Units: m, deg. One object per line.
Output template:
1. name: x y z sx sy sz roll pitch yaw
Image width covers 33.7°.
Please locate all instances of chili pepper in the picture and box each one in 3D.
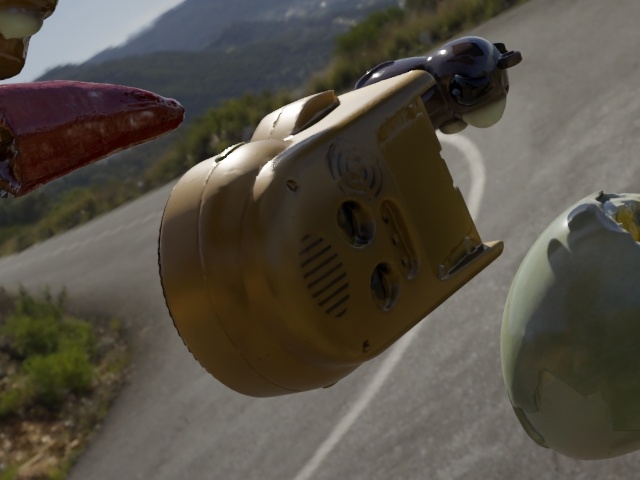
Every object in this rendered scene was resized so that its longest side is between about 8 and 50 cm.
1. chili pepper: -0.177 -0.089 0.821 0.169 0.088 0.065 -17 -6 -38

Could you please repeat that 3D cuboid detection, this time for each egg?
1. egg: 0.365 0.119 1.311 0.278 0.278 0.336 -70 -3 -72

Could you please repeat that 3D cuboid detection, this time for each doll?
1. doll: 0.145 -0.193 1.399 0.257 0.117 0.182 -14 22 21

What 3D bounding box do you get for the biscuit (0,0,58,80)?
1. biscuit: -0.248 -0.127 0.555 0.216 0.047 0.339 0 -7 0

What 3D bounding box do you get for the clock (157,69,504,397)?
1. clock: 0.000 0.000 0.969 0.200 0.244 0.317 -19 11 38
